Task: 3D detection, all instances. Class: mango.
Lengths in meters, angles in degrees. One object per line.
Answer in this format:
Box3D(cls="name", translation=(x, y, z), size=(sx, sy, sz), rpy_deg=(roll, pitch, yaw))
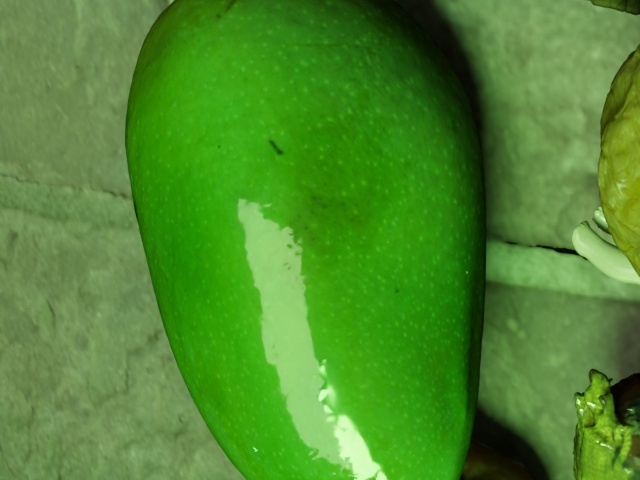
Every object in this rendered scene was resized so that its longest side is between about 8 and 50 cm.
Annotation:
Box3D(cls="mango", translation=(0.000, 0.000, 0.878), size=(0.225, 0.201, 0.382), rpy_deg=(-21, 72, 18))

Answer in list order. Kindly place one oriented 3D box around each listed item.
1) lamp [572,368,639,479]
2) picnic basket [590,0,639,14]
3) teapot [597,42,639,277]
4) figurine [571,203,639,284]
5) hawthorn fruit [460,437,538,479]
Box3D(cls="lamp", translation=(0.212, 0.149, 0.814), size=(0.157, 0.156, 0.135), rpy_deg=(26, 80, 32))
Box3D(cls="picnic basket", translation=(0.104, -0.183, 0.811), size=(0.193, 0.110, 0.055), rpy_deg=(27, 108, 29))
Box3D(cls="teapot", translation=(0.255, -0.058, 0.700), size=(0.203, 0.167, 0.311), rpy_deg=(40, 147, -24))
Box3D(cls="figurine", translation=(0.231, 0.039, 0.818), size=(0.187, 0.083, 0.083), rpy_deg=(30, 125, 21))
Box3D(cls="hawthorn fruit", translation=(0.054, 0.243, 0.974), size=(0.199, 0.199, 0.251), rpy_deg=(41, 142, 21))
